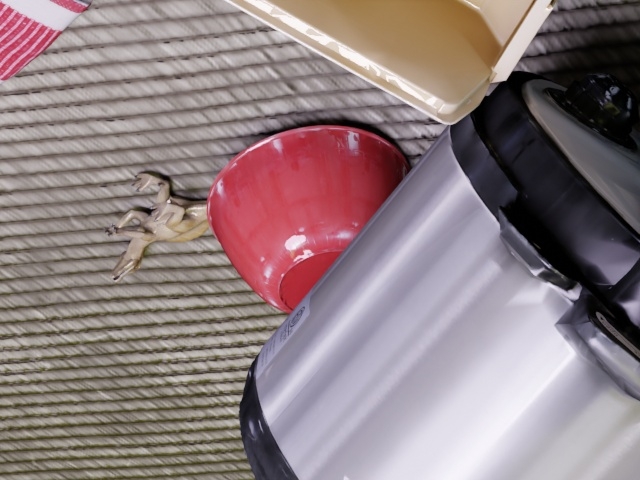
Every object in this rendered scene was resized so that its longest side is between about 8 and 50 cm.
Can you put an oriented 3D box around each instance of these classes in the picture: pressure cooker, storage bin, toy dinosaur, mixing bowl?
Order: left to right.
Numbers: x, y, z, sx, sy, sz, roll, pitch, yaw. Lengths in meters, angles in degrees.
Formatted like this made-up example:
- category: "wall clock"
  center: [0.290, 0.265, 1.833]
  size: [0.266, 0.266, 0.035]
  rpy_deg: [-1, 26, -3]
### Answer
- category: "toy dinosaur"
  center: [-0.125, -0.022, 1.505]
  size: [0.183, 0.053, 0.092]
  rpy_deg: [-23, 149, 23]
- category: "mixing bowl"
  center: [0.000, 0.000, 1.436]
  size: [0.181, 0.098, 0.181]
  rpy_deg: [-8, 140, -7]
- category: "storage bin"
  center: [0.059, -0.244, 1.108]
  size: [0.260, 0.123, 0.262]
  rpy_deg: [30, 136, -1]
- category: "pressure cooker"
  center: [0.189, 0.078, 1.264]
  size: [0.375, 0.370, 0.420]
  rpy_deg: [23, 114, -41]

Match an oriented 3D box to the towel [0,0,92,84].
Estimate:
- category: "towel"
  center: [-0.371, -0.147, 1.349]
  size: [0.237, 0.037, 0.329]
  rpy_deg: [22, 139, -40]
